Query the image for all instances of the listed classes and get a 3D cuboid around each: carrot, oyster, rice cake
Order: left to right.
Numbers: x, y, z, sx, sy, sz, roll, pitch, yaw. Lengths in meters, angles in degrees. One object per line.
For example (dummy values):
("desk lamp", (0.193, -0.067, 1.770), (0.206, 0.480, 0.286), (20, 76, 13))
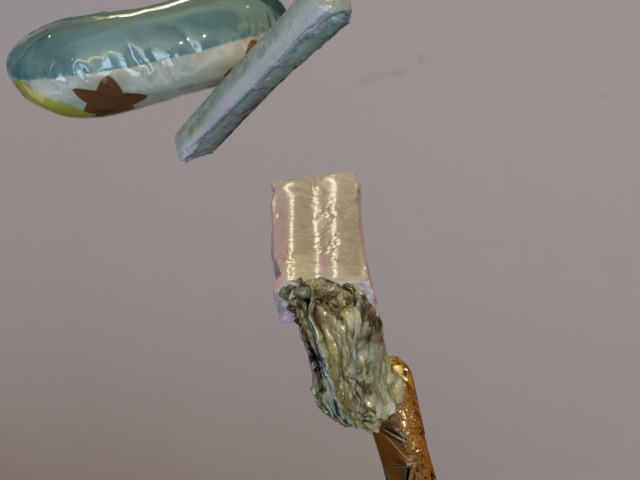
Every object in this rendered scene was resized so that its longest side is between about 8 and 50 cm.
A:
("rice cake", (-0.047, -0.119, 1.123), (0.033, 0.208, 0.033), (3, 58, -40))
("rice cake", (-0.002, 0.001, 1.636), (0.106, 0.050, 0.298), (-8, 26, 2))
("oyster", (0.017, 0.084, 1.131), (0.064, 0.124, 0.177), (-15, -6, 9))
("carrot", (0.097, 0.249, 1.793), (0.069, 0.228, 0.069), (-12, -17, -4))

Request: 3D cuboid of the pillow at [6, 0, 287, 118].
("pillow", (-0.141, -0.163, 1.266), (0.233, 0.086, 0.214), (-19, 18, -16))
